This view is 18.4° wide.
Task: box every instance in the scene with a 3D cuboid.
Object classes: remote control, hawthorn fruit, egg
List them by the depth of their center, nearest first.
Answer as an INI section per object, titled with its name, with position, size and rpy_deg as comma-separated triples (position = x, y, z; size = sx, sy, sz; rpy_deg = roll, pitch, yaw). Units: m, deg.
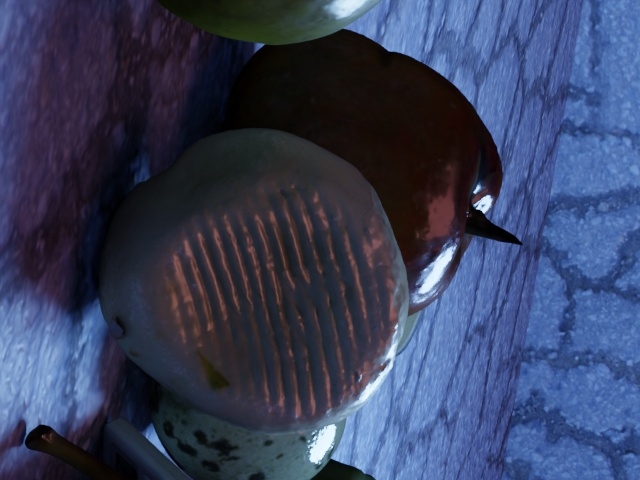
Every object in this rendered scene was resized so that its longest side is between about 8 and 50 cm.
[remote control]
position = -0.129, 0.236, 1.703
size = 0.029, 0.190, 0.088
rpy_deg = -21, 132, -34
[hawthorn fruit]
position = 0.045, -0.047, 1.828
size = 0.268, 0.300, 0.268
rpy_deg = 19, 90, -90
[egg]
position = -0.072, 0.149, 1.835
size = 0.228, 0.177, 0.177
rpy_deg = 27, 77, -60

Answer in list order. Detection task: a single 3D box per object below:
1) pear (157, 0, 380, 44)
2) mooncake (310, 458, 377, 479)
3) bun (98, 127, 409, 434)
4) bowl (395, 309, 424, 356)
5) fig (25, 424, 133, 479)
[pear]
position = -0.033, -0.273, 1.440
size = 0.307, 0.252, 0.253
rpy_deg = -73, 172, -67
[mooncake]
position = -0.040, 0.407, 2.177
size = 0.356, 0.194, 0.356
rpy_deg = 15, 90, -77
[bun]
position = -0.056, 0.028, 1.638
size = 0.160, 0.259, 0.259
rpy_deg = -132, -126, -79
[bowl]
position = 0.058, 0.006, 2.293
size = 0.238, 0.126, 0.238
rpy_deg = 15, 90, -76
[fig]
position = -0.149, 0.287, 1.596
size = 0.186, 0.203, 0.250
rpy_deg = 4, 103, -48
